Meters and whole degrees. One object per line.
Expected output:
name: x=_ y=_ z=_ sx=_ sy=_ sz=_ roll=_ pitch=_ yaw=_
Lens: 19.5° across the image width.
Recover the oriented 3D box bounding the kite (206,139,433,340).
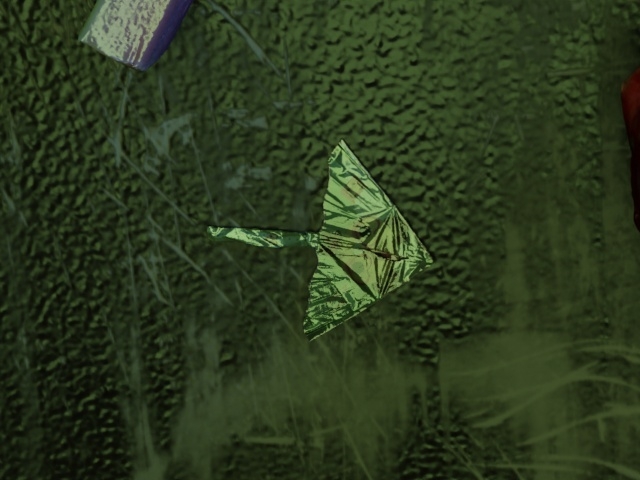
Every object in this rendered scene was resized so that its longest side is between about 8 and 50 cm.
kite: x=0.000 y=0.000 z=2.017 sx=0.250 sy=0.012 sz=0.229 roll=8 pitch=104 yaw=4

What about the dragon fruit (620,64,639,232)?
dragon fruit: x=0.419 y=-0.059 z=1.768 sx=0.249 sy=0.386 sz=0.371 roll=-25 pitch=130 yaw=0

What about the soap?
soap: x=-0.138 y=-0.308 z=1.853 sx=0.081 sy=0.181 sz=0.259 roll=29 pitch=106 yaw=-4
